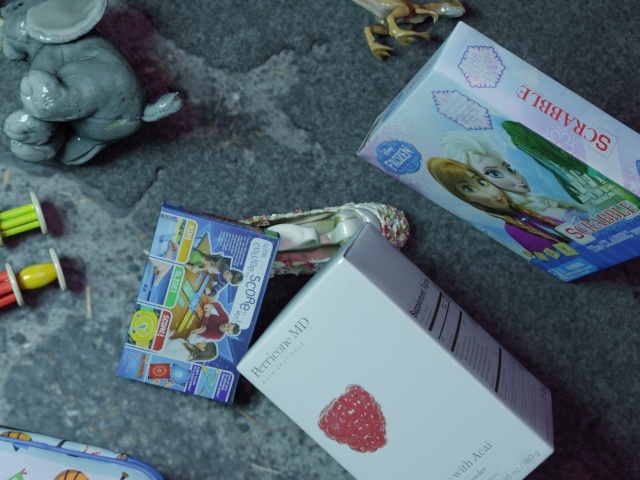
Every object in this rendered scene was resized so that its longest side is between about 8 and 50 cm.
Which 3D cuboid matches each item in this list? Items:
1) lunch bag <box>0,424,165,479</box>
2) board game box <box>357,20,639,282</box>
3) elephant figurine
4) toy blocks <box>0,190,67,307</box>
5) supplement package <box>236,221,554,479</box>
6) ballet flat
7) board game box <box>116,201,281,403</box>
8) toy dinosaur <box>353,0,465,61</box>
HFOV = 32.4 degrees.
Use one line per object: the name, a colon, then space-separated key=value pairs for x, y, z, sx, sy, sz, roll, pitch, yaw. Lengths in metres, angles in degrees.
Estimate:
lunch bag: x=-0.306 y=0.323 z=1.139 sx=0.303 sy=0.115 sz=0.243 roll=15 pitch=78 yaw=-8
board game box: x=0.224 y=-0.080 z=1.236 sx=0.318 sy=0.318 sz=0.066 roll=31 pitch=74 yaw=-4
elephant figurine: x=-0.294 y=-0.219 z=1.242 sx=0.186 sy=0.169 sz=0.239 roll=8 pitch=58 yaw=-40
toy blocks: x=-0.369 y=0.022 z=1.216 sx=0.148 sy=0.054 sz=0.123 roll=-19 pitch=84 yaw=-15
supplement package: x=0.087 y=0.153 z=1.197 sx=0.293 sy=0.175 sz=0.177 roll=42 pitch=107 yaw=-1
ballet flat: x=0.000 y=0.000 z=1.293 sx=0.241 sy=0.077 sz=0.091 roll=-11 pitch=79 yaw=-15
board game box: x=-0.136 y=0.071 z=1.225 sx=0.136 sy=0.035 sz=0.201 roll=16 pitch=101 yaw=-9
toy dinosaur: x=0.078 y=-0.292 z=1.389 sx=0.212 sy=0.064 sz=0.112 roll=12 pitch=58 yaw=-20
